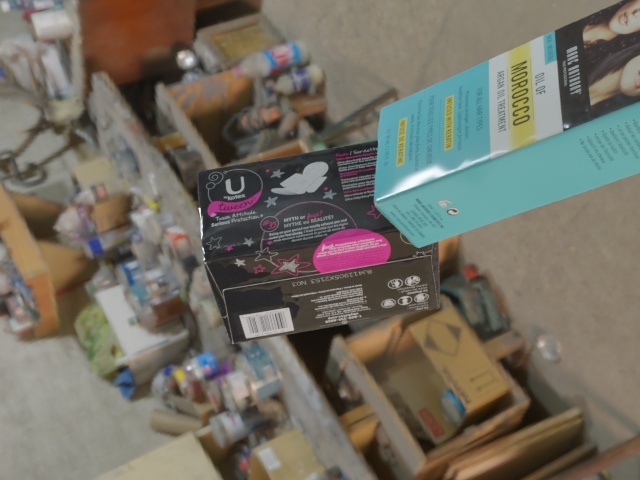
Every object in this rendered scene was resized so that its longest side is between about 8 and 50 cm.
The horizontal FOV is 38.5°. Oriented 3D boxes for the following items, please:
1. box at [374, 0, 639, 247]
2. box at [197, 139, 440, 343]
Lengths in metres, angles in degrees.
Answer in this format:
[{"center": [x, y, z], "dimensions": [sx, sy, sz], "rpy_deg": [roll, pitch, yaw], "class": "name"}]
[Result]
[{"center": [0.154, -0.083, 0.618], "dimensions": [0.060, 0.244, 0.100], "rpy_deg": [42, -139, -37], "class": "box"}, {"center": [0.000, 0.000, 1.038], "dimensions": [0.163, 0.247, 0.142], "rpy_deg": [80, -179, -50], "class": "box"}]
